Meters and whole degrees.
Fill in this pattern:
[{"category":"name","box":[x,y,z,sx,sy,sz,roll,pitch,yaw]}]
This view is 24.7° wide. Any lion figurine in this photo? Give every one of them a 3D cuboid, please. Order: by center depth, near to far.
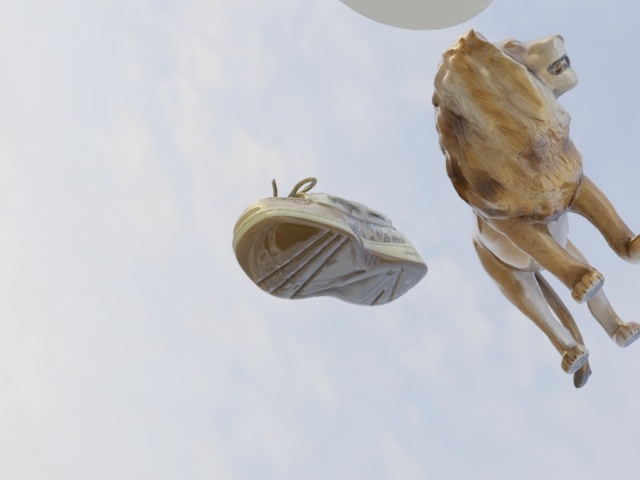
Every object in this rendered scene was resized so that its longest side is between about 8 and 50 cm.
[{"category":"lion figurine","box":[0.194,-0.016,1.371,0.240,0.142,0.392,46,-20,24]}]

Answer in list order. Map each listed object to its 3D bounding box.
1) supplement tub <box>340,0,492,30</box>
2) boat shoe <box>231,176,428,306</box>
[{"category":"supplement tub","box":[0.102,-0.325,1.211,0.191,0.272,0.191,14,-38,11]},{"category":"boat shoe","box":[0.000,0.000,1.446,0.104,0.285,0.089,-37,-118,19]}]
